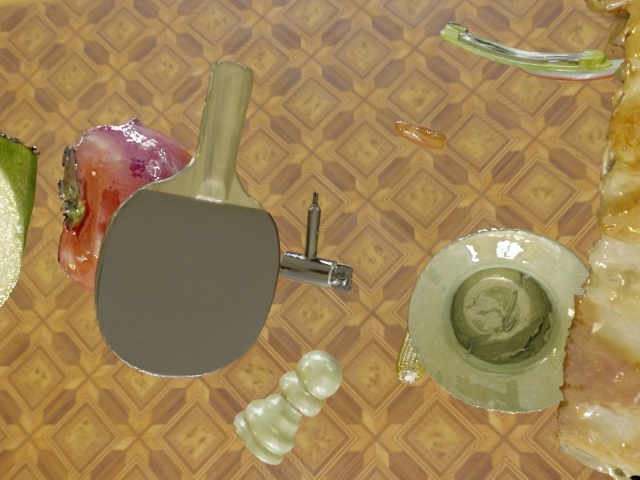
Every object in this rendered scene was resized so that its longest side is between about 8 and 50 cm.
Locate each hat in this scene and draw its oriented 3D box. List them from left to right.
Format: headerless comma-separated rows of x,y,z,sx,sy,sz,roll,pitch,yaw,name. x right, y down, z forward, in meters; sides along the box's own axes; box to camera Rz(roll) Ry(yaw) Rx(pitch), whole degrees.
0.258,0.103,0.800,0.256,0.130,0.258,1,96,13,hat

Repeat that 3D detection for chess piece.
-0.056,0.350,1.227,0.144,0.144,0.251,44,93,16,chess piece

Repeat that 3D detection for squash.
-0.466,-0.006,0.688,0.189,0.189,0.261,7,81,10,squash

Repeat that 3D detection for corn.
0.225,0.253,1.308,0.080,0.231,0.080,7,116,15,corn

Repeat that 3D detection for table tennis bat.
-0.091,-0.011,0.426,0.138,0.022,0.247,9,98,-23,table tennis bat

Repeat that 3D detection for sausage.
0.277,-0.287,1.531,0.183,0.062,0.054,11,82,-31,sausage

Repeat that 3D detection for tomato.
-0.297,-0.041,1.003,0.176,0.289,0.335,19,104,27,tomato

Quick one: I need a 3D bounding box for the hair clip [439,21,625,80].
0.209,-0.187,0.565,0.188,0.033,0.060,21,35,22,hair clip

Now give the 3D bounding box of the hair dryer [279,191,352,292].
0.000,0.000,1.450,0.195,0.078,0.249,11,107,23,hair dryer

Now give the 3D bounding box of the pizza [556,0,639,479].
0.288,-0.017,0.294,0.130,0.439,0.406,-31,96,-41,pizza

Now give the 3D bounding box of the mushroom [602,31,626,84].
0.504,-0.225,0.692,0.278,0.278,0.146,15,103,11,mushroom
